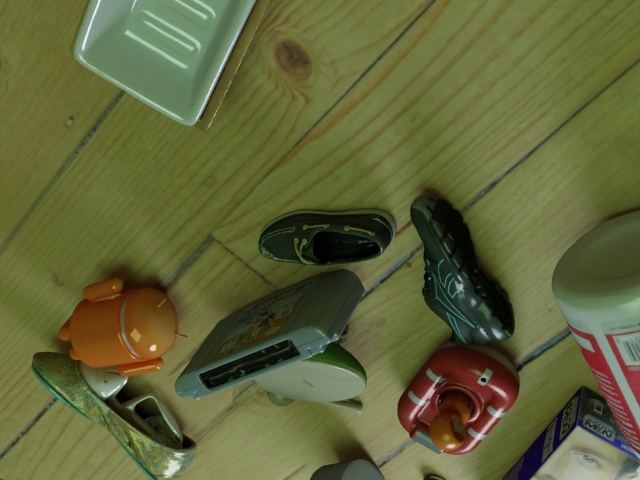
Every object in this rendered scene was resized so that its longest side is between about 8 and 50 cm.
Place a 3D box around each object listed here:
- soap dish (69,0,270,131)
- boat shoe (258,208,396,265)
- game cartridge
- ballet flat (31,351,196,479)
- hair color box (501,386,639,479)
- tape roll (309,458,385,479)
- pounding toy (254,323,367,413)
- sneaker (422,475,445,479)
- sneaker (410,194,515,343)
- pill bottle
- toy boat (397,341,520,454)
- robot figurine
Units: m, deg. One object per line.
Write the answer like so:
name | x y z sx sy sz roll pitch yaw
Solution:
soap dish | -0.195 -0.324 1.479 0.229 0.118 0.291 30 126 -2
boat shoe | 0.000 0.000 1.650 0.228 0.068 0.081 -8 118 23
game cartridge | -0.078 0.143 1.690 0.297 0.198 0.062 -24 111 29
ballet flat | -0.363 0.297 1.955 0.348 0.123 0.123 45 124 -11
hair color box | 0.413 0.415 1.754 0.185 0.110 0.338 29 125 1
tape roll | 0.055 0.493 1.857 0.072 0.219 0.219 -17 115 27
pounding toy | -0.011 0.194 1.778 0.183 0.110 0.237 3 153 4
sneaker | 0.218 0.459 1.888 0.109 0.043 0.040 47 126 -11
sneaker | 0.189 0.055 1.602 0.106 0.101 0.267 -19 113 31
pill bottle | 0.500 0.174 1.490 0.229 0.229 0.407 -18 114 28
toy boat | 0.212 0.270 1.700 0.151 0.151 0.231 29 126 -1
robot figurine | -0.334 0.149 1.830 0.219 0.128 0.158 -11 77 25
